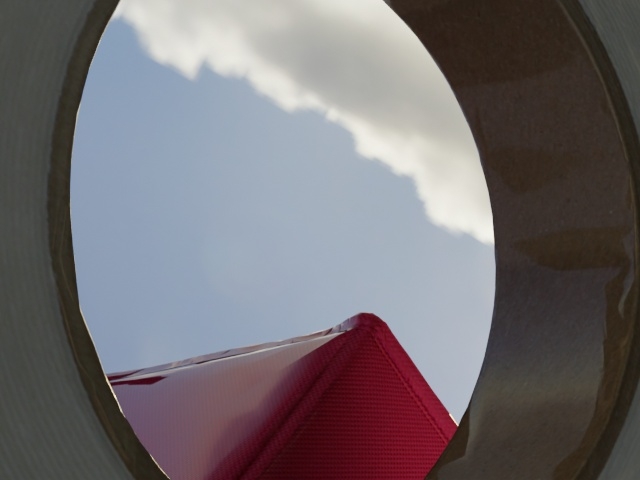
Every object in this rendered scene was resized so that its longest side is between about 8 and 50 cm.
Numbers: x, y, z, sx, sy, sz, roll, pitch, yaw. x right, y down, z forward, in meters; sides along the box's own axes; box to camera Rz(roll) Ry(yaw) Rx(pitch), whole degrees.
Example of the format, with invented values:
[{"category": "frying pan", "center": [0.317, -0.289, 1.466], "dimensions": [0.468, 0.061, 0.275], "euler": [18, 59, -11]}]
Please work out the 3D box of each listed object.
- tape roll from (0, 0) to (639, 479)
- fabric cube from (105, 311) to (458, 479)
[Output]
[{"category": "tape roll", "center": [0.000, 0.000, 0.444], "dimensions": [0.392, 0.392, 0.072], "euler": [20, 162, -33]}, {"category": "fabric cube", "center": [-0.058, 0.217, 0.589], "dimensions": [0.259, 0.254, 0.258], "euler": [54, -130, -18]}]
